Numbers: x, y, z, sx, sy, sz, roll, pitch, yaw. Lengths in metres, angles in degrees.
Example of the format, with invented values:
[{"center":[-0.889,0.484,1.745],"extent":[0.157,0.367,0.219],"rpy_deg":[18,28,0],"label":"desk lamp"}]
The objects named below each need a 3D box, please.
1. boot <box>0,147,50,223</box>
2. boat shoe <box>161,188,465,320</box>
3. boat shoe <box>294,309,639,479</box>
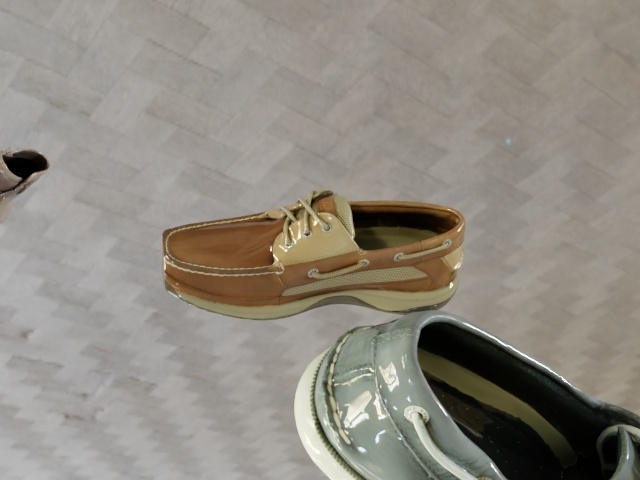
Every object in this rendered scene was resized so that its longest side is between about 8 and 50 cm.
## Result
[{"center":[-0.243,-0.040,0.605],"extent":[0.087,0.118,0.042],"rpy_deg":[-31,97,12],"label":"boot"},{"center":[0.000,0.000,0.822],"extent":[0.324,0.122,0.120],"rpy_deg":[0,131,-17],"label":"boat shoe"},{"center":[0.140,0.140,0.414],"extent":[0.319,0.116,0.099],"rpy_deg":[33,138,-9],"label":"boat shoe"}]
